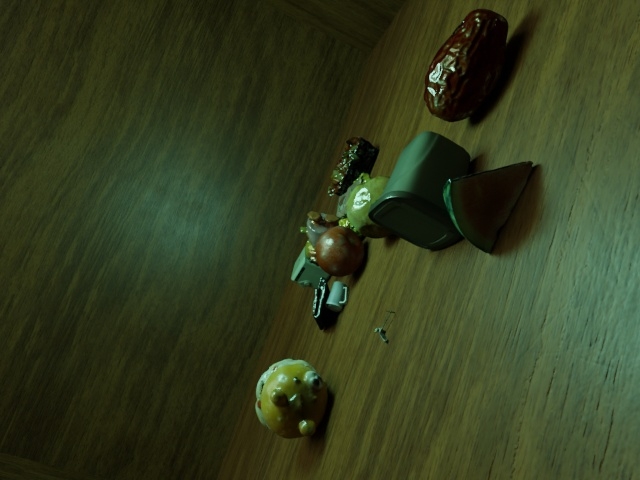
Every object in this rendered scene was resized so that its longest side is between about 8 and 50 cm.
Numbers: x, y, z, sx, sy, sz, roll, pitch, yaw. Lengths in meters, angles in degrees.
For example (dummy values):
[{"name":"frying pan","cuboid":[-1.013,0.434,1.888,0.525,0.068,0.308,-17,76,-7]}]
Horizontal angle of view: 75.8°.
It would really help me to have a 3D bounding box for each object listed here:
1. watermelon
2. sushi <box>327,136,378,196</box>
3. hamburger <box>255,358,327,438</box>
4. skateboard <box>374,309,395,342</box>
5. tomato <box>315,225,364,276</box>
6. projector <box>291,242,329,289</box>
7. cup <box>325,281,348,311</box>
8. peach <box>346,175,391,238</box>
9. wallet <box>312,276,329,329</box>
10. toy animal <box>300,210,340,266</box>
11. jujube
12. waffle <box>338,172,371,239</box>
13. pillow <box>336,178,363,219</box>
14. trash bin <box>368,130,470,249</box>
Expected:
[{"name":"watermelon","cuboid":[0.335,-0.105,0.882,0.202,0.207,0.136,-53,38,0]},{"name":"sushi","cuboid":[0.160,-0.370,2.177,0.196,0.181,0.344,-104,39,-83]},{"name":"hamburger","cuboid":[-0.099,0.566,1.469,0.237,0.276,0.277,137,152,-71]},{"name":"skateboard","cuboid":[0.197,0.251,1.213,0.064,0.032,0.083,-123,52,-65]},{"name":"tomato","cuboid":[0.075,0.048,1.706,0.184,0.208,0.208,-41,26,35]},{"name":"projector","cuboid":[-0.038,0.142,2.184,0.163,0.177,0.242,-77,14,-45]},{"name":"cup","cuboid":[0.080,0.237,1.739,0.104,0.074,0.116,-13,48,48]},{"name":"peach","cuboid":[0.210,-0.122,1.449,0.235,0.214,0.214,-42,24,30]},{"name":"wallet","cuboid":[0.008,0.285,1.812,0.229,0.049,0.182,74,-155,-62]},{"name":"toy animal","cuboid":[0.000,0.000,1.868,0.169,0.195,0.281,-67,-15,-66]},{"name":"jujube","cuboid":[0.401,-0.479,1.143,0.197,0.197,0.290,-96,27,-67]},{"name":"waffle","cuboid":[0.158,-0.119,1.929,0.380,0.095,0.382,-86,17,-49]},{"name":"pillow","cuboid":[0.128,-0.168,1.792,0.248,0.049,0.135,141,144,-68]},{"name":"trash bin","cuboid":[0.275,-0.134,1.098,0.250,0.219,0.219,-66,10,-25]}]
